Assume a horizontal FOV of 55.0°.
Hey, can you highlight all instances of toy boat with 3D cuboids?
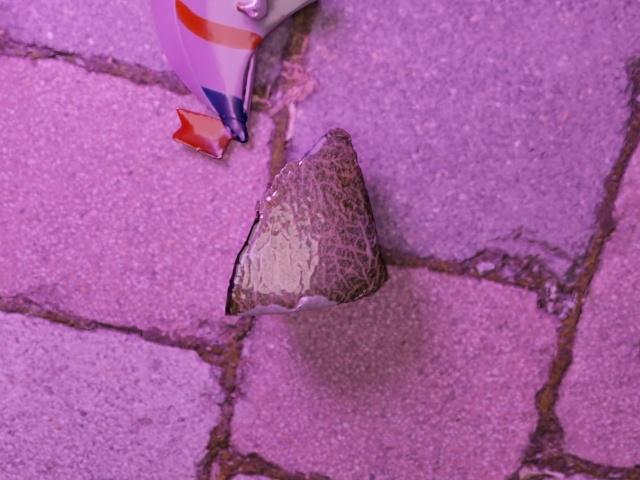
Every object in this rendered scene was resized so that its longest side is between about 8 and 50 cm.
[{"bbox_3d":[-0.100,-0.254,0.564,0.219,0.072,0.318,32,110,-5],"label":"toy boat"}]

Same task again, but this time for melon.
[{"bbox_3d":[0.003,0.002,0.581,0.139,0.093,0.202,30,92,1],"label":"melon"}]
